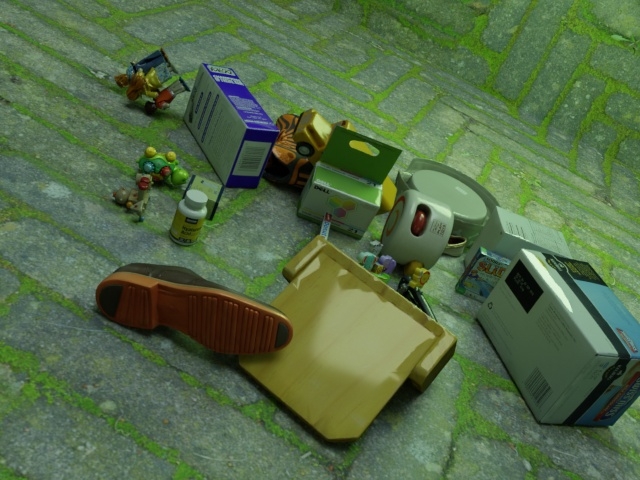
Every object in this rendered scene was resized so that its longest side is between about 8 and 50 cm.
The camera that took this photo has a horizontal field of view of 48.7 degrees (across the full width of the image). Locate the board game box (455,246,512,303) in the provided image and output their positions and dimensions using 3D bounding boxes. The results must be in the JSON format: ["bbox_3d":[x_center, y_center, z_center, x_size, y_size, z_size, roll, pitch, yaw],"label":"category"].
[{"bbox_3d":[0.471,0.113,1.830,0.201,0.136,0.035,22,31,-4],"label":"board game box"}]

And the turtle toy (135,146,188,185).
[{"bbox_3d":[-0.380,-0.172,1.700,0.130,0.095,0.066,12,71,-20],"label":"turtle toy"}]

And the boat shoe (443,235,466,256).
[{"bbox_3d":[0.333,0.001,1.971,0.170,0.059,0.063,6,36,-29],"label":"boat shoe"}]

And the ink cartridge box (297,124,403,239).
[{"bbox_3d":[0.071,-0.145,1.797,0.189,0.255,0.097,20,45,-8],"label":"ink cartridge box"}]

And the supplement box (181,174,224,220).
[{"bbox_3d":[-0.282,-0.103,1.687,0.083,0.056,0.083,21,31,-8],"label":"supplement box"}]

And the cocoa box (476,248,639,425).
[{"bbox_3d":[0.571,0.223,1.642,0.228,0.231,0.347,10,34,-25],"label":"cocoa box"}]

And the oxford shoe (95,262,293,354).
[{"bbox_3d":[-0.218,0.107,1.307,0.364,0.130,0.132,16,29,4],"label":"oxford shoe"}]

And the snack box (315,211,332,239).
[{"bbox_3d":[0.000,0.000,1.727,0.022,0.064,0.178,21,31,-4],"label":"snack box"}]

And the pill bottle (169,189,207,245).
[{"bbox_3d":[-0.286,-0.052,1.548,0.065,0.116,0.065,18,32,-12],"label":"pill bottle"}]

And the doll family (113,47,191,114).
[{"bbox_3d":[-0.493,-0.466,1.991,0.263,0.163,0.118,55,-2,40],"label":"doll family"}]

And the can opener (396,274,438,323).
[{"bbox_3d":[0.236,0.155,1.670,0.073,0.059,0.186,7,35,-29],"label":"can opener"}]

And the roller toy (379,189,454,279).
[{"bbox_3d":[0.251,-0.021,1.817,0.146,0.191,0.209,22,31,-7],"label":"roller toy"}]

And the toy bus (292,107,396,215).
[{"bbox_3d":[0.065,-0.206,1.887,0.332,0.130,0.108,50,42,-33],"label":"toy bus"}]

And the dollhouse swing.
[{"bbox_3d":[0.046,0.223,1.433,0.347,0.305,0.315,36,-9,17],"label":"dollhouse swing"}]

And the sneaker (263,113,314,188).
[{"bbox_3d":[-0.108,-0.270,1.998,0.180,0.124,0.321,7,36,-30],"label":"sneaker"}]

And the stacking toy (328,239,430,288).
[{"bbox_3d":[0.131,0.051,1.634,0.167,0.052,0.221,31,16,38],"label":"stacking toy"}]

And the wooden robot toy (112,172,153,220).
[{"bbox_3d":[-0.425,-0.110,1.588,0.079,0.076,0.173,7,34,-9],"label":"wooden robot toy"}]

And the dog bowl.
[{"bbox_3d":[0.374,-0.113,2.132,0.349,0.102,0.349,19,32,-12],"label":"dog bowl"}]

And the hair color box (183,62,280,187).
[{"bbox_3d":[-0.247,-0.312,1.903,0.110,0.185,0.339,-1,40,-37],"label":"hair color box"}]

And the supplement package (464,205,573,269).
[{"bbox_3d":[0.527,0.050,1.907,0.203,0.194,0.149,21,31,-8],"label":"supplement package"}]
